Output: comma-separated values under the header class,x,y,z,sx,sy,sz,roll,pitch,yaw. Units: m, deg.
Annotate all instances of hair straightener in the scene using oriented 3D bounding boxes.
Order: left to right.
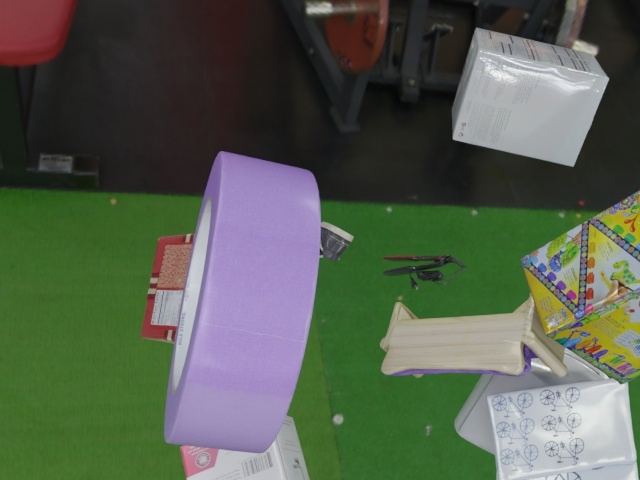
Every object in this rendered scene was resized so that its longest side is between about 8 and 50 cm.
class,x,y,z,sx,sy,sz,roll,pitch,yaw
hair straightener,0.253,0.080,1.749,0.047,0.230,0.089,20,73,-51

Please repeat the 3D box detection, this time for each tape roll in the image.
class,x,y,z,sx,sy,sz,roll,pitch,yaw
tape roll,-0.081,0.058,0.676,0.090,0.274,0.274,12,50,-14

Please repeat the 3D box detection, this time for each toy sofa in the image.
class,x,y,z,sx,sy,sz,roll,pitch,yaw
toy sofa,0.310,0.227,1.464,0.150,0.363,0.177,41,54,-35

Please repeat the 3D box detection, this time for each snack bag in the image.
class,x,y,z,sx,sy,sz,roll,pitch,yaw
snack bag,0.493,0.457,1.405,0.323,0.037,0.342,-4,85,-13

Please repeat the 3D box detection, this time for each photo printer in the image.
class,x,y,z,sx,sy,sz,roll,pitch,yaw
photo printer,0.480,0.365,1.592,0.256,0.307,0.107,26,29,6

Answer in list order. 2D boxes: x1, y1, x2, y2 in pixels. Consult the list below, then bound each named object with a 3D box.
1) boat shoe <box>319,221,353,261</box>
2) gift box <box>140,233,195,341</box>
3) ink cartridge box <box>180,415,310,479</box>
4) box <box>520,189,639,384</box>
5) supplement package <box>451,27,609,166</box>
class,x,y,z,sx,sy,sz,roll,pitch,yaw
boat shoe,0.000,0.000,1.359,0.075,0.206,0.065,27,87,-18
gift box,-0.179,0.131,1.469,0.258,0.276,0.255,22,75,-50
ink cartridge box,-0.125,0.492,1.319,0.207,0.117,0.283,-25,63,14
box,0.578,0.091,1.281,0.290,0.279,0.177,31,38,-35
supplement package,0.435,-0.311,1.513,0.263,0.199,0.198,13,31,2
